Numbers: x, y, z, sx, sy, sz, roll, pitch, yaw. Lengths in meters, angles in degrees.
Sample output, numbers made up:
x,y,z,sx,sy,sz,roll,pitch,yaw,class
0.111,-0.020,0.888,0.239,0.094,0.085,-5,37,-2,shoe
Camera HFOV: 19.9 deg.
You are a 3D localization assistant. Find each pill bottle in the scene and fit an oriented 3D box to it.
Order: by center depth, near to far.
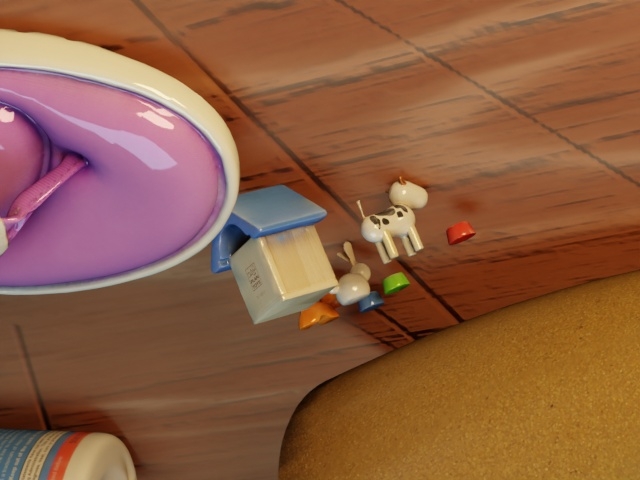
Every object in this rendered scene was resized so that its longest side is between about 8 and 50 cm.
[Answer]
x,y,z,sx,sy,sz,roll,pitch,yaw,class
-0.247,0.190,1.255,0.221,0.124,0.124,1,148,15,pill bottle

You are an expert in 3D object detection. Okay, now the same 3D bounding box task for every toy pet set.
x,y,z,sx,sy,sz,roll,pitch,yaw,class
0.000,0.000,0.963,0.114,0.065,0.122,-15,165,-32,toy pet set

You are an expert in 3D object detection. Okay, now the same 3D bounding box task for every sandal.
x,y,z,sx,sy,sz,roll,pitch,yaw,class
-0.247,-0.016,0.908,0.416,0.102,0.169,3,137,7,sandal

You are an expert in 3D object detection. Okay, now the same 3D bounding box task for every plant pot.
x,y,z,sx,sy,sz,roll,pitch,yaw,class
0.146,0.118,0.963,0.237,0.237,0.254,30,129,-30,plant pot
